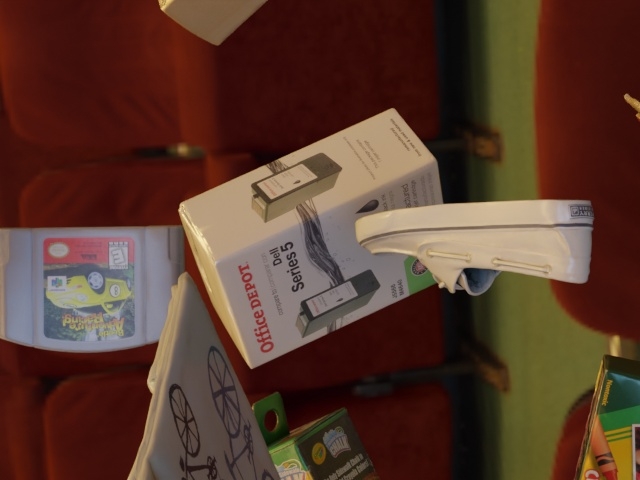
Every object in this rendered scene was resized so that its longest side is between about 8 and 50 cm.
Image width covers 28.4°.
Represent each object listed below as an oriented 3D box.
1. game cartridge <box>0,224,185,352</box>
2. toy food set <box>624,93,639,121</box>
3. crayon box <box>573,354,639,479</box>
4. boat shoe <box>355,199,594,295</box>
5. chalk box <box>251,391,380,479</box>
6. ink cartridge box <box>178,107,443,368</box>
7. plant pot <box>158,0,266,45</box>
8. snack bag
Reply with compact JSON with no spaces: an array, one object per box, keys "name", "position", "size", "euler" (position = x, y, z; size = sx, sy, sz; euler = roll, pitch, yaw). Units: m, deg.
[{"name":"game cartridge","position":[-0.356,0.075,1.962],"size":[0.060,0.294,0.196],"euler":[-150,59,-83]},{"name":"toy food set","position":[0.467,-0.154,1.767],"size":[0.078,0.019,0.122],"euler":[45,-174,-31]},{"name":"crayon box","position":[0.497,0.368,1.704],"size":[0.106,0.313,0.363],"euler":[-37,-42,-76]},{"name":"boat shoe","position":[0.133,0.009,1.172],"size":[0.258,0.095,0.084],"euler":[-4,87,47]},{"name":"chalk box","position":[-0.032,0.368,1.855],"size":[0.289,0.179,0.180],"euler":[63,-154,5]},{"name":"ink cartridge box","position":[0.000,0.000,1.446],"size":[0.115,0.272,0.198],"euler":[56,167,42]},{"name":"plant pot","position":[-0.143,-0.316,1.532],"size":[0.109,0.096,0.109],"euler":[-36,61,38]},{"name":"snack bag","position":[-0.091,0.244,1.150],"size":[0.343,0.037,0.323],"euler":[-88,-19,-62]}]
